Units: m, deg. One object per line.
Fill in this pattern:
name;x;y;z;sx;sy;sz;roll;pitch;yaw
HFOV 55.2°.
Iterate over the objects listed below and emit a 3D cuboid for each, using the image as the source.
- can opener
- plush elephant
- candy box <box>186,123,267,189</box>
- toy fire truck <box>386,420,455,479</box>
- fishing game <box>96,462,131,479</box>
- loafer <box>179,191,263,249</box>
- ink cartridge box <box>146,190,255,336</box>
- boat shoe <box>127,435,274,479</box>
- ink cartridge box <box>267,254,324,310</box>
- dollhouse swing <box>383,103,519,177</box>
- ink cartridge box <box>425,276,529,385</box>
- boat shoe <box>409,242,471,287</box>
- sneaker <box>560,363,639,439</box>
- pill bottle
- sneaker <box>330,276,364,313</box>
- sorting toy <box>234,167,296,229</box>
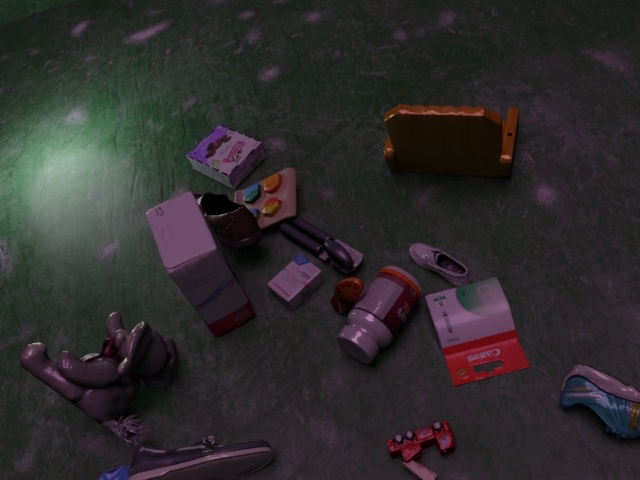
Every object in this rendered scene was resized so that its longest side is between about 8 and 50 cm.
can opener;0.000;0.000;1.660;0.280;0.093;0.074;30;64;37
plush elephant;-0.482;0.289;1.448;0.330;0.272;0.255;28;65;17
candy box;-0.297;-0.270;1.952;0.196;0.070;0.165;27;63;31
toy fire truck;0.199;0.466;1.269;0.192;0.047;0.135;-18;51;-1
fishing game;-0.450;0.586;1.349;0.264;0.041;0.189;-24;54;-5
loafer;-0.299;-0.089;1.735;0.366;0.130;0.134;18;41;40
ink cartridge box;-0.297;0.064;1.541;0.131;0.306;0.226;-26;51;-7
boat shoe;-0.263;0.469;1.340;0.319;0.116;0.099;-13;45;0
ink cartridge box;-0.065;0.111;1.609;0.122;0.052;0.088;-41;54;-19
dollhouse swing;0.361;-0.344;1.692;0.347;0.305;0.315;6;55;20
ink cartridge box;0.361;0.207;1.426;0.181;0.056;0.225;-15;49;3
boat shoe;0.299;0.052;1.553;0.066;0.063;0.184;-37;53;-15
sneaker;0.623;0.354;1.232;0.275;0.107;0.110;24;81;34
pill bottle;0.140;0.176;1.460;0.121;0.121;0.221;25;62;29
sneaker;0.070;0.121;1.493;0.064;0.175;0.067;45;64;5
sorting toy;-0.167;-0.113;1.788;0.208;0.038;0.193;-20;48;21
